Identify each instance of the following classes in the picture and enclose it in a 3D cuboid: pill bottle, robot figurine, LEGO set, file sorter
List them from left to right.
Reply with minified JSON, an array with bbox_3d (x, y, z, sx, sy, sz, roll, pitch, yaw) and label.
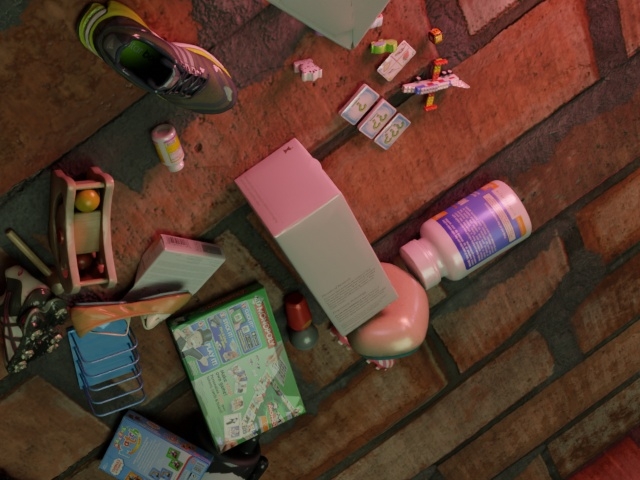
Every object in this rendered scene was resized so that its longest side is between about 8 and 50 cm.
[{"bbox_3d":[-0.417,0.247,1.865,0.118,0.104,0.170,-17,135,-20],"label":"file sorter"},{"bbox_3d":[-0.264,-0.160,1.653,0.043,0.043,0.083,-26,137,-12],"label":"pill bottle"},{"bbox_3d":[-0.243,0.511,2.165,0.278,0.209,0.173,-58,174,21],"label":"robot figurine"},{"bbox_3d":[0.174,-0.288,1.832,0.244,0.060,0.182,-47,141,10],"label":"LEGO set"},{"bbox_3d":[0.318,-0.006,2.110,0.272,0.152,0.152,-30,138,-8],"label":"pill bottle"}]

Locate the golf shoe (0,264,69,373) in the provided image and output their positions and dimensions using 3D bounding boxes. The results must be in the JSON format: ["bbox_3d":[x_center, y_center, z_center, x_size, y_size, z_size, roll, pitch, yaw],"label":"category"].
[{"bbox_3d":[-0.530,0.144,1.710,0.105,0.120,0.273,-31,166,-40],"label":"golf shoe"}]

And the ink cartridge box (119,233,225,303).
[{"bbox_3d":[-0.292,0.064,1.851,0.145,0.045,0.179,12,138,-41],"label":"ink cartridge box"}]

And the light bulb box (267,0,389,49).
[{"bbox_3d":[-0.012,-0.517,1.271,0.225,0.361,0.358,22,112,-46],"label":"light bulb box"}]

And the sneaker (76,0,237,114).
[{"bbox_3d":[-0.246,-0.266,1.512,0.300,0.121,0.111,21,113,-44],"label":"sneaker"}]

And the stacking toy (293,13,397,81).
[{"bbox_3d":[0.050,-0.383,1.665,0.221,0.052,0.167,-18,135,-21],"label":"stacking toy"}]

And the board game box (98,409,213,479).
[{"bbox_3d":[-0.360,0.483,2.067,0.212,0.039,0.160,29,114,-1],"label":"board game box"}]

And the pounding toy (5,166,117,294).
[{"bbox_3d":[-0.436,0.007,1.601,0.155,0.154,0.269,-8,130,-29],"label":"pounding toy"}]

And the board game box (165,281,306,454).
[{"bbox_3d":[-0.174,0.271,2.006,0.214,0.046,0.317,-23,112,-17],"label":"board game box"}]

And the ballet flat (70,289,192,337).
[{"bbox_3d":[-0.359,0.143,1.815,0.232,0.073,0.080,-7,176,-15],"label":"ballet flat"}]

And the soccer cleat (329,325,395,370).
[{"bbox_3d":[0.120,0.234,2.246,0.095,0.083,0.248,-49,135,6],"label":"soccer cleat"}]

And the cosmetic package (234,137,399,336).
[{"bbox_3d":[0.000,0.000,1.865,0.155,0.197,0.365,-35,137,-1],"label":"cosmetic package"}]

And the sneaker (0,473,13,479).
[{"bbox_3d":[-0.677,0.510,1.908,0.341,0.125,0.139,25,105,-47],"label":"sneaker"}]

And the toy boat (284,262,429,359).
[{"bbox_3d":[0.080,0.170,2.077,0.318,0.267,0.148,-5,129,9],"label":"toy boat"}]
